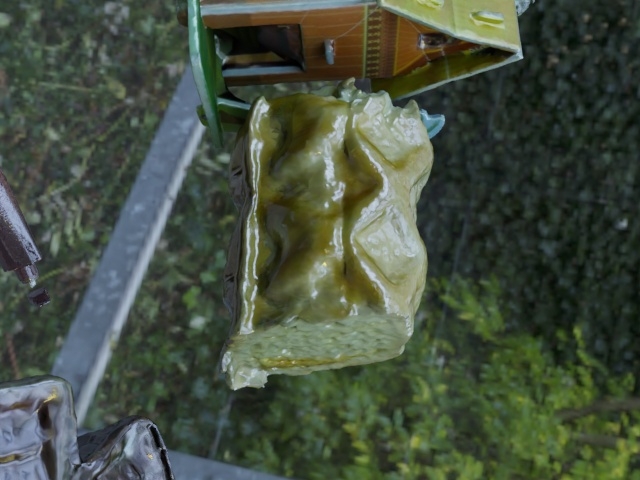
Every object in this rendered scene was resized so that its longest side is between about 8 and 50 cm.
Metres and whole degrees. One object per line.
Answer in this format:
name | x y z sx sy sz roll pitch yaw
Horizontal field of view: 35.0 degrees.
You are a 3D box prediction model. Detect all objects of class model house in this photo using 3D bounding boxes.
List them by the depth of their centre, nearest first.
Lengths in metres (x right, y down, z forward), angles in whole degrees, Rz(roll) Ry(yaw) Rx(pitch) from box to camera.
model house | -0.136 0.099 0.403 0.165 0.106 0.152 -4 135 -40
model house | 0.030 -0.248 1.060 0.340 0.323 0.300 83 4 -71

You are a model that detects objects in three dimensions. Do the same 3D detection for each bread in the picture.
bread | 0.001 -0.003 0.978 0.196 0.238 0.252 41 40 -56

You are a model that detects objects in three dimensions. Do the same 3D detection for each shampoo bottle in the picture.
shampoo bottle | -0.477 -0.008 1.566 0.068 0.067 0.236 -113 -176 -67

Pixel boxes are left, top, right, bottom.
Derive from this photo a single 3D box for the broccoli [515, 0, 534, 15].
broccoli | 0.209 -0.446 1.615 0.272 0.334 0.324 -63 167 18
